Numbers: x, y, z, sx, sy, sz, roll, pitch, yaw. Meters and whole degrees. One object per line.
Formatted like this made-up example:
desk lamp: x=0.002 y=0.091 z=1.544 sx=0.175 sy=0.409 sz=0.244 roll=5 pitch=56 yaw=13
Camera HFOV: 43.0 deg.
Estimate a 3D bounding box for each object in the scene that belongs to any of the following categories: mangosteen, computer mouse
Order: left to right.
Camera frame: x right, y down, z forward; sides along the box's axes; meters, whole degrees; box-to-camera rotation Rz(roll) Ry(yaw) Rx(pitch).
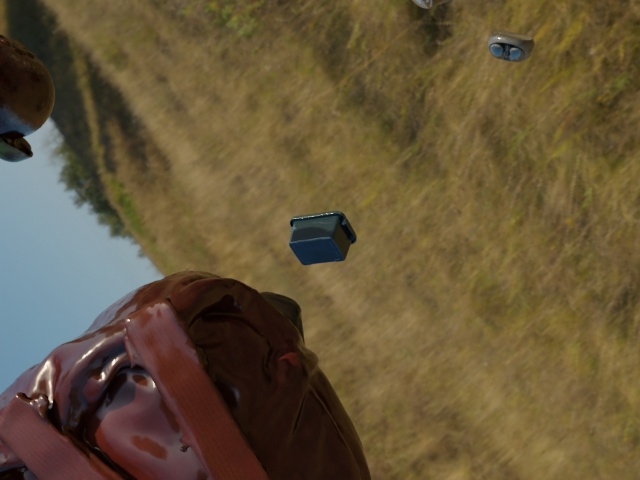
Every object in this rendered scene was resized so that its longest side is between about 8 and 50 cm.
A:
mangosteen: x=-0.428 y=-0.174 z=1.027 sx=0.156 sy=0.181 sz=0.146 roll=37 pitch=170 yaw=6
computer mouse: x=0.271 y=-0.275 z=1.161 sx=0.066 sy=0.039 sz=0.096 roll=15 pitch=-159 yaw=14

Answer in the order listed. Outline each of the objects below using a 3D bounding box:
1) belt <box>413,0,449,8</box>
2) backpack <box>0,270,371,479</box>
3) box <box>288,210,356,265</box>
belt: x=0.151 y=-0.452 z=1.240 sx=0.184 sy=0.105 sz=0.261 roll=57 pitch=-179 yaw=-29
backpack: x=-0.074 y=0.136 z=0.475 sx=0.229 sy=0.229 sz=0.139 roll=49 pitch=173 yaw=-2
box: x=0.000 y=0.000 z=1.278 sx=0.074 sy=0.099 sz=0.054 roll=56 pitch=-143 yaw=-41
